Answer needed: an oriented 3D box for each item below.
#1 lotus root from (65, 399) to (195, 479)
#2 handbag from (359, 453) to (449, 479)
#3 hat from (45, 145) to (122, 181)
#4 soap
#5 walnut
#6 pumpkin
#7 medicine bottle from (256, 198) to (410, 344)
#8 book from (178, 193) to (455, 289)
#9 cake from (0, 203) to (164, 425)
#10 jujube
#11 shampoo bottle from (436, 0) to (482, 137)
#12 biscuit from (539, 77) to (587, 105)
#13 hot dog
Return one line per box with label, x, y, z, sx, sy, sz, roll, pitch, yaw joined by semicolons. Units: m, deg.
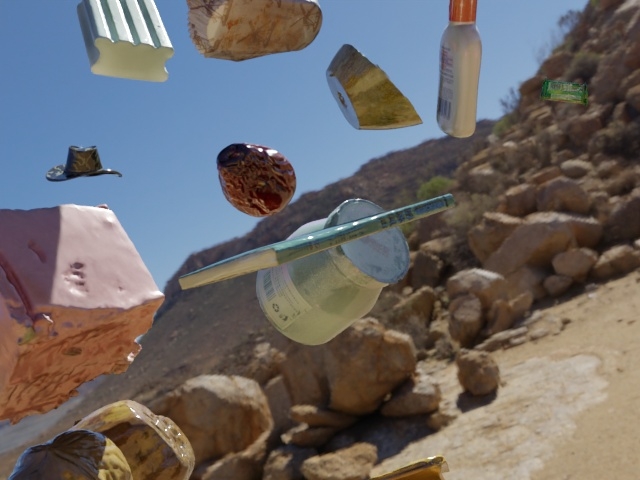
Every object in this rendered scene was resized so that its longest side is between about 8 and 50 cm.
lotus root;-0.433;0.499;1.595;0.250;0.316;0.316;-35;-8;4
handbag;0.060;0.513;1.311;0.401;0.133;0.283;-18;-15;5
hat;-0.354;-0.117;1.036;0.121;0.050;0.121;3;12;-1
soap;-0.421;-0.448;1.473;0.159;0.265;0.088;1;-47;-29
walnut;-0.410;0.419;1.119;0.228;0.228;0.228;-20;-7;-2
pumpkin;0.086;-0.277;1.344;0.110;0.217;0.217;-39;-10;8
medicine bottle;0.032;0.066;1.515;0.245;0.245;0.290;-14;-19;-45
book;0.000;0.000;1.079;0.379;0.031;0.264;-17;1;-40
cake;-0.485;0.126;1.240;0.314;0.293;0.307;-14;-33;-50
jujube;-0.150;-0.145;1.556;0.168;0.168;0.236;-22;-24;13
shampoo bottle;0.211;-0.274;1.051;0.051;0.221;0.108;-4;24;-7
biscuit;0.466;-0.283;1.322;0.089;0.046;0.016;8;-8;11
hot dog;-0.093;-0.331;1.035;0.252;0.069;0.131;-15;-38;-45
